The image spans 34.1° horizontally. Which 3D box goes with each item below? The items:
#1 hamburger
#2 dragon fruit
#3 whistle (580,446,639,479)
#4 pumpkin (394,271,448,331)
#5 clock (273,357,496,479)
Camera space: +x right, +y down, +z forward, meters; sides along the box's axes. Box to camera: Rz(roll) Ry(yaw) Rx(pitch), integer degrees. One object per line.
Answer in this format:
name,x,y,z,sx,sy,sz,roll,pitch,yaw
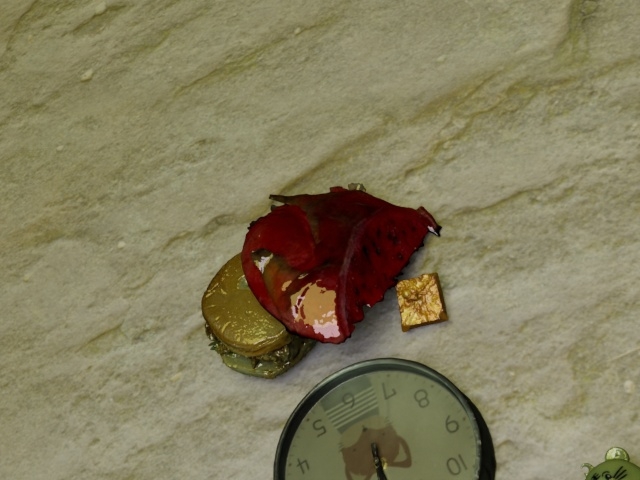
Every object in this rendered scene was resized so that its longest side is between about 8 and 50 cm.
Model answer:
hamburger,-0.080,0.111,1.674,0.190,0.122,0.215,13,60,26
dragon fruit,0.000,0.000,1.622,0.282,0.100,0.343,16,43,24
whistle,0.417,0.358,1.317,0.105,0.085,0.227,-51,54,1
pumpkin,0.156,0.096,1.617,0.074,0.054,0.083,-13,76,9
clock,0.086,0.323,1.501,0.325,0.067,0.325,-12,56,18
